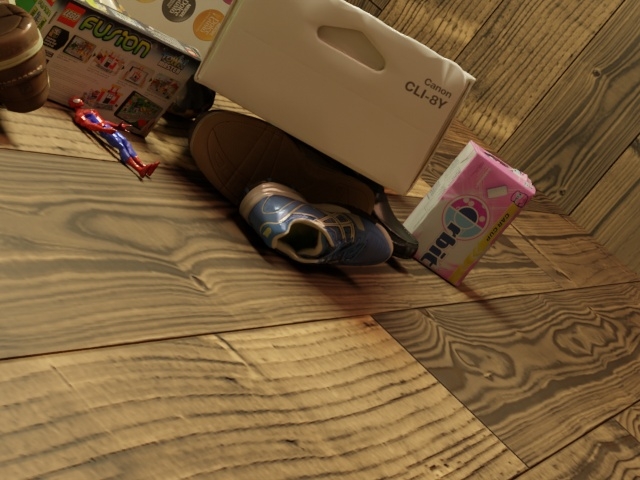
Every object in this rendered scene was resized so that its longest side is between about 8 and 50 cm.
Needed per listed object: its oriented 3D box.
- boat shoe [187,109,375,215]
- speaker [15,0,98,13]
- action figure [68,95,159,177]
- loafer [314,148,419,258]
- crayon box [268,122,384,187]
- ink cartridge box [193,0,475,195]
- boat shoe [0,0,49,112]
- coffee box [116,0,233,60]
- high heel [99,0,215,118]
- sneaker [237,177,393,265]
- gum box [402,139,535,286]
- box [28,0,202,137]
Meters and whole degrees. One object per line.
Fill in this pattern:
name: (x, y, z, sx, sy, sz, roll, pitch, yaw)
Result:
boat shoe: (-0.056, -0.084, 1.564, 0.285, 0.102, 0.092, 22, 10, -41)
speaker: (-0.316, -0.328, 1.390, 0.131, 0.131, 0.296, 42, -11, 13)
action figure: (-0.220, -0.112, 1.377, 0.115, 0.030, 0.038, 38, 20, 4)
loafer: (0.054, -0.063, 1.784, 0.223, 0.078, 0.076, 44, 16, 19)
crayon box: (0.058, -0.181, 1.978, 0.081, 0.165, 0.278, 47, 16, 27)
ink cartridge box: (0.020, -0.199, 1.601, 0.279, 0.160, 0.384, 29, 7, -1)
boat shoe: (-0.326, -0.190, 1.280, 0.257, 0.095, 0.095, 48, -19, 55)
coffee box: (-0.229, -0.511, 1.930, 0.334, 0.337, 0.338, 29, 17, -37)
high heel: (-0.254, -0.230, 1.614, 0.261, 0.093, 0.186, 26, -12, 6)
sneaker: (0.000, 0.000, 1.496, 0.211, 0.080, 0.081, 15, 32, -36)
gum box: (0.208, -0.042, 1.876, 0.107, 0.188, 0.062, 34, 15, -16)
box: (-0.233, -0.190, 1.404, 0.207, 0.114, 0.036, 21, 23, -51)
